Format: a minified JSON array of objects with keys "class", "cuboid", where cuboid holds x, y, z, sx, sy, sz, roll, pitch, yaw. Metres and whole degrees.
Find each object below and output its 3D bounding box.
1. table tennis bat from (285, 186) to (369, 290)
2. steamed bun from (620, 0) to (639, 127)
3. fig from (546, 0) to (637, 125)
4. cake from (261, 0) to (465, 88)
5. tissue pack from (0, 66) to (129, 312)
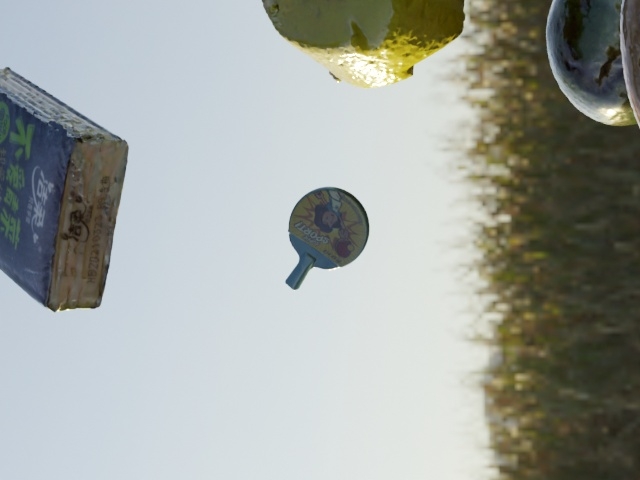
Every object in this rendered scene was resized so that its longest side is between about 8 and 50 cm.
[{"class":"table tennis bat","cuboid":[0.000,0.000,1.857,0.155,0.100,0.019,-56,-1,31]},{"class":"steamed bun","cuboid":[0.357,-0.130,1.238,0.251,0.199,0.301,-28,-92,-43]},{"class":"fig","cuboid":[0.320,-0.214,1.590,0.245,0.195,0.195,-167,76,-85]},{"class":"cake","cuboid":[0.036,-0.282,1.546,0.156,0.179,0.260,25,-128,-44]},{"class":"tissue pack","cuboid":[-0.277,-0.054,1.440,0.073,0.235,0.173,-4,-66,-39]}]
